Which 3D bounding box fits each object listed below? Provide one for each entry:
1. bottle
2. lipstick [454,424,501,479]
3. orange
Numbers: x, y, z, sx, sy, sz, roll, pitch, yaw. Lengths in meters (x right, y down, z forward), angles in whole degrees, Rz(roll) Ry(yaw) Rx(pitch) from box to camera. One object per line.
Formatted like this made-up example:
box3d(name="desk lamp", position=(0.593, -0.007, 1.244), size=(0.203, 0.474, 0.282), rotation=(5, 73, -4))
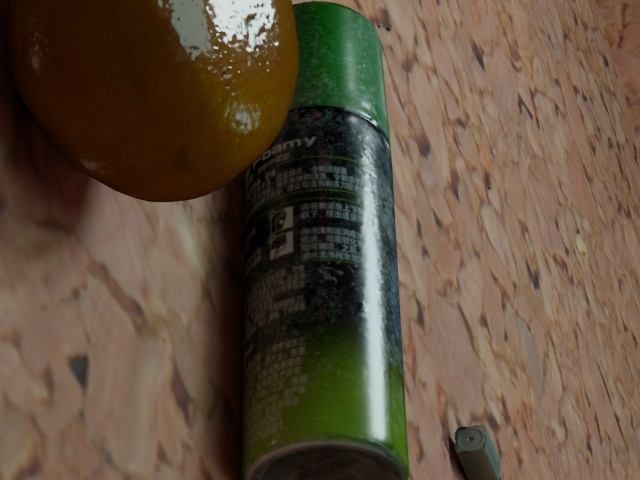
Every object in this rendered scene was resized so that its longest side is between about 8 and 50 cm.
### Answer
box3d(name="bottle", position=(0.000, 0.000, 1.007), size=(0.093, 0.093, 0.330), rotation=(52, 29, -47))
box3d(name="lipstick", position=(0.133, 0.188, 1.326), size=(0.025, 0.025, 0.107), rotation=(-86, 157, -46))
box3d(name="orange", position=(-0.083, -0.096, 0.816), size=(0.156, 0.124, 0.156), rotation=(13, 75, -55))
